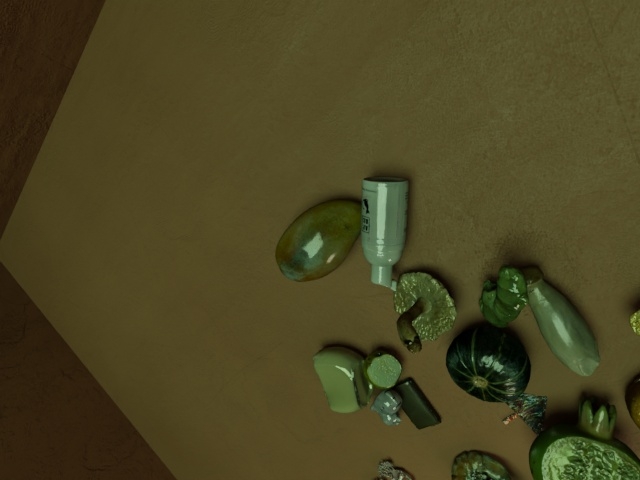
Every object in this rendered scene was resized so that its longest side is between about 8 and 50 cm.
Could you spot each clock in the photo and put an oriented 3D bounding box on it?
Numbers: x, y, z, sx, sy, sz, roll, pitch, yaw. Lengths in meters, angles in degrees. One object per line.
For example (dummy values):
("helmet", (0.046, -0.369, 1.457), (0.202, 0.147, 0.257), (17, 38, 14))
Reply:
("clock", (0.261, 0.629, 1.608), (0.117, 0.080, 0.176), (38, 145, 22))

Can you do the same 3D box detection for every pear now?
("pear", (0.226, 0.470, 1.582), (0.141, 0.104, 0.141), (0, 92, -3))

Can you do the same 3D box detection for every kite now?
("kite", (0.692, 0.580, 1.446), (0.232, 0.009, 0.189), (45, 121, 5))

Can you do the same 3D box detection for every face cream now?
("face cream", (0.201, -0.012, 1.369), (0.145, 0.145, 0.370), (7, 105, 24))

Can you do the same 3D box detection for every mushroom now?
("mushroom", (0.305, 0.205, 1.344), (0.208, 0.301, 0.233), (-46, 68, 5))
("mushroom", (0.686, 0.231, 1.250), (0.128, 0.128, 0.350), (-39, 83, 32))

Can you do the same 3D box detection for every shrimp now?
("shrimp", (0.610, 0.933, 1.514), (0.233, 0.071, 0.365), (-49, 53, 27))

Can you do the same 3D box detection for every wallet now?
("wallet", (0.355, 0.617, 1.615), (0.110, 0.031, 0.198), (-37, 91, 33))

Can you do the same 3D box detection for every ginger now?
("ginger", (0.530, 0.168, 1.256), (0.089, 0.290, 0.137), (-9, 66, 2))

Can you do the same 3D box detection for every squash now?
("squash", (0.529, 0.394, 1.359), (0.252, 0.165, 0.252), (20, 132, 23))

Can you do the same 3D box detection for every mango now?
("mango", (0.000, 0.000, 1.469), (0.384, 0.199, 0.221), (-36, 86, 19))

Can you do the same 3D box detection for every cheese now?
("cheese", (0.078, 0.542, 1.671), (0.233, 0.127, 0.266), (-8, 103, 32))

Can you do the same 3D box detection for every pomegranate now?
("pomegranate", (0.814, 0.658, 1.314), (0.309, 0.216, 0.359), (11, 83, 23))

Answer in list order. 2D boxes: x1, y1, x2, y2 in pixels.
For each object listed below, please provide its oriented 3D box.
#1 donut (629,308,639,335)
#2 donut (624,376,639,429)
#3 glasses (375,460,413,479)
("donut", (0.939, 0.274, 1.131), (0.101, 0.152, 0.259), (-42, 66, 45))
("donut", (0.987, 0.469, 1.198), (0.226, 0.114, 0.227), (10, 113, 25))
("glasses", (0.283, 1.036, 1.776), (0.162, 0.095, 0.255), (22, 115, 27))
